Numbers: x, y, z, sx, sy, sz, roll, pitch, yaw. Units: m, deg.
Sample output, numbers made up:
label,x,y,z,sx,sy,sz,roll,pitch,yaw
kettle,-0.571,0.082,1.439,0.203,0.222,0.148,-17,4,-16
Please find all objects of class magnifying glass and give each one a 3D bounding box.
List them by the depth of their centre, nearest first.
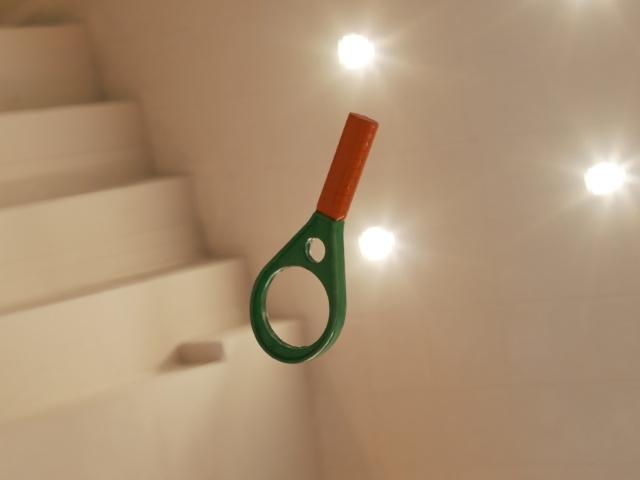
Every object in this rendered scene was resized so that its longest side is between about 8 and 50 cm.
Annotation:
label,x,y,z,sx,sy,sz,roll,pitch,yaw
magnifying glass,0.000,0.000,1.470,0.092,0.026,0.231,28,-75,28
